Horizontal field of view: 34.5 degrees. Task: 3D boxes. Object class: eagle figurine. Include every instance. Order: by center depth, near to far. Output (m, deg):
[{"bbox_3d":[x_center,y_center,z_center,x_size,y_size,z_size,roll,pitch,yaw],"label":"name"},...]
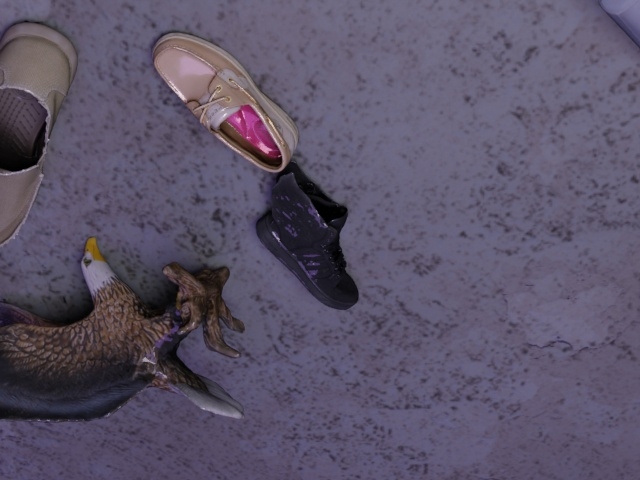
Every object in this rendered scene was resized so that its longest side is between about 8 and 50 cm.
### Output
[{"bbox_3d":[-0.236,0.107,1.085,0.298,0.225,0.226,-26,131,9],"label":"eagle figurine"}]

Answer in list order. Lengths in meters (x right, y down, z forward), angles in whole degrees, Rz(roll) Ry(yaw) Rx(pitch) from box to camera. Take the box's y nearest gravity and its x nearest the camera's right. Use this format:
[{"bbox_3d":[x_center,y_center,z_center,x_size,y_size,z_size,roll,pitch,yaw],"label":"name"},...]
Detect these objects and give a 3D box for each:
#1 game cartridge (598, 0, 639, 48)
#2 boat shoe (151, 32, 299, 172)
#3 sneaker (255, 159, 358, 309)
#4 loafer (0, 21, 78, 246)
[{"bbox_3d":[0.371,-0.243,0.805,0.294,0.060,0.196,-35,142,26],"label":"game cartridge"},{"bbox_3d":[-0.088,-0.127,0.971,0.170,0.059,0.063,37,121,-21],"label":"boat shoe"},{"bbox_3d":[0.001,-0.002,1.062,0.089,0.051,0.170,-35,114,31],"label":"sneaker"},{"bbox_3d":[-0.315,-0.085,0.999,0.101,0.092,0.269,21,125,-11],"label":"loafer"}]
